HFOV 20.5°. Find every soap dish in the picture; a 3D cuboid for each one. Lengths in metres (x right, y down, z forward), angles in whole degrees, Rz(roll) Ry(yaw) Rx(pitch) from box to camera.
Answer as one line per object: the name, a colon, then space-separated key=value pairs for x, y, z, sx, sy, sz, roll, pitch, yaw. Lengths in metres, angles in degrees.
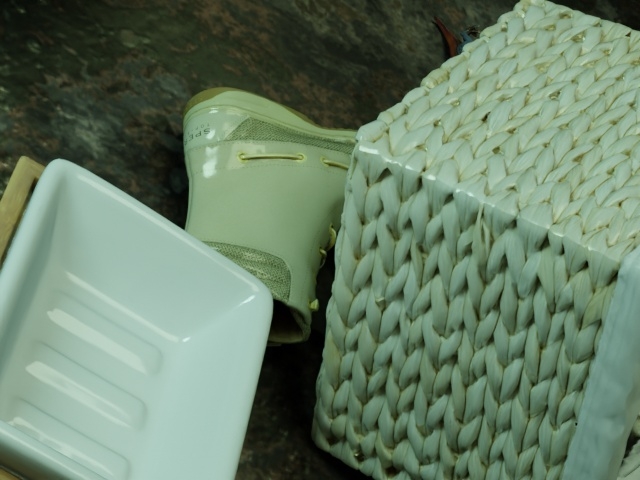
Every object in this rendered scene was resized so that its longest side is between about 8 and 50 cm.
soap dish: x=-0.162 y=0.101 z=1.244 sx=0.229 sy=0.118 sz=0.291 roll=32 pitch=38 yaw=-17

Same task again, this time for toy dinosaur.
toy dinosaur: x=0.140 y=-0.168 z=1.736 sx=0.090 sy=0.047 sz=0.082 roll=18 pitch=56 yaw=14

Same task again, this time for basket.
basket: x=0.191 y=0.032 z=1.397 sx=0.266 sy=0.331 sz=0.328 roll=24 pitch=40 yaw=23

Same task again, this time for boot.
boot: x=0.000 y=0.000 z=1.471 sx=0.262 sy=0.095 sz=0.203 roll=20 pitch=52 yaw=-24
